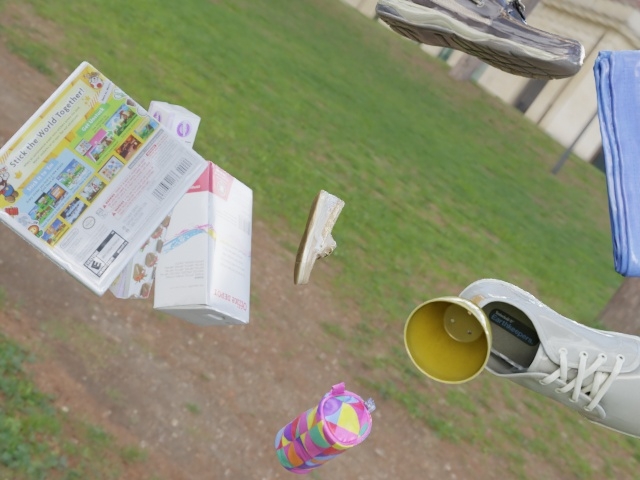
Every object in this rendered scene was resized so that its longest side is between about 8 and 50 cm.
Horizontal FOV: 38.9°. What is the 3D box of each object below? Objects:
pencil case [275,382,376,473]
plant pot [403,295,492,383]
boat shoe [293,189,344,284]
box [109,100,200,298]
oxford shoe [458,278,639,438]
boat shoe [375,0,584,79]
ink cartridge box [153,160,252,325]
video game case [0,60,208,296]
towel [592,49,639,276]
[{"bbox_3d":[0.003,0.324,1.533,0.104,0.236,0.105,12,59,-20],"label":"pencil case"},{"bbox_3d":[0.207,0.140,1.386,0.134,0.134,0.095,38,28,13],"label":"plant pot"},{"bbox_3d":[0.000,0.000,1.542,0.059,0.170,0.063,19,-10,-10],"label":"boat shoe"},{"bbox_3d":[-0.279,-0.062,1.475,0.063,0.324,0.067,4,22,-43],"label":"box"},{"bbox_3d":[0.416,0.207,1.455,0.449,0.169,0.130,27,19,12],"label":"oxford shoe"},{"bbox_3d":[0.257,-0.362,1.441,0.355,0.130,0.132,25,3,22],"label":"boat shoe"},{"bbox_3d":[-0.243,0.013,1.911,0.131,0.307,0.226,-4,-16,18],"label":"ink cartridge box"},{"bbox_3d":[-0.288,-0.079,1.139,0.206,0.227,0.026,40,-21,-10],"label":"video game case"},{"bbox_3d":[0.453,-0.088,0.942,0.335,0.243,0.040,-3,-8,-6],"label":"towel"}]
